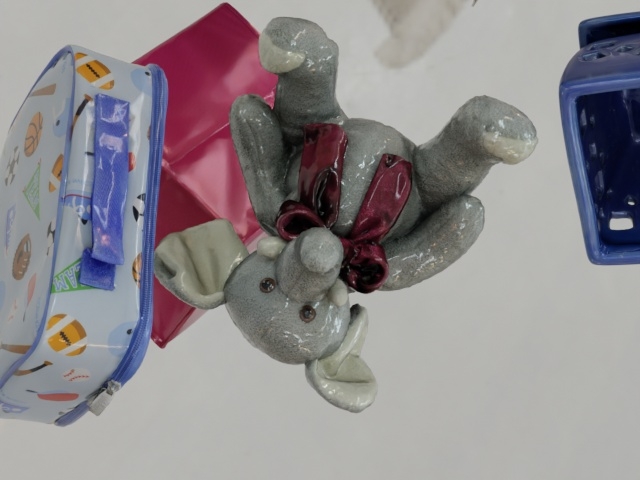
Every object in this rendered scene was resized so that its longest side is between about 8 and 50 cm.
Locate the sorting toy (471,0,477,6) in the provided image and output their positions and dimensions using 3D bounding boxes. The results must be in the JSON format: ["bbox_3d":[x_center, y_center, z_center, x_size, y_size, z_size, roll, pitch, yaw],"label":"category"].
[{"bbox_3d":[0.196,-0.330,1.803,0.044,0.075,0.083,5,47,-20],"label":"sorting toy"}]

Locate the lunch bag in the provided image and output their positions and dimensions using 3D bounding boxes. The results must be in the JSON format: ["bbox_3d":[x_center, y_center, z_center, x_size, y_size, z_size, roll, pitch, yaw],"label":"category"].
[{"bbox_3d":[-0.207,0.003,1.225,0.115,0.243,0.303,13,60,-26],"label":"lunch bag"}]

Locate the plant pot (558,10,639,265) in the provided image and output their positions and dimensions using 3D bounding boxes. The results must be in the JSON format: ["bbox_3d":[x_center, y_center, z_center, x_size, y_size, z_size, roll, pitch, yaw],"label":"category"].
[{"bbox_3d":[0.393,-0.129,1.602,0.212,0.235,0.236,-74,153,-55],"label":"plant pot"}]

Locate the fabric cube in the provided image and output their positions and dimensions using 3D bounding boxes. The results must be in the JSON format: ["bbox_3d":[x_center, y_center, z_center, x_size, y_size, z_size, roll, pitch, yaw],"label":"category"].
[{"bbox_3d":[-0.155,-0.080,1.768,0.259,0.254,0.258,46,48,3],"label":"fabric cube"}]

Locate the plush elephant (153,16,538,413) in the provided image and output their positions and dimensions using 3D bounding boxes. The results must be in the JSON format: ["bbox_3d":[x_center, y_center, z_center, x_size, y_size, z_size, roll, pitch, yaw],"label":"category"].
[{"bbox_3d":[0.000,0.000,1.377,0.271,0.330,0.255,27,50,-2],"label":"plush elephant"}]
